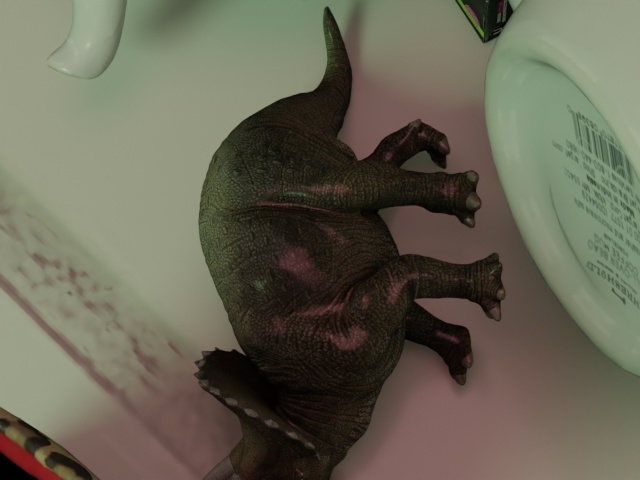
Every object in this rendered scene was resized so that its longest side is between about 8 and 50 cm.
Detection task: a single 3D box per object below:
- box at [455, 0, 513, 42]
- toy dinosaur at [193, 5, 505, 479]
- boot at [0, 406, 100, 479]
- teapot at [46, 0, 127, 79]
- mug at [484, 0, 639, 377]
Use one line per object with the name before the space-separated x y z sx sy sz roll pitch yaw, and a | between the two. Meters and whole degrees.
box | 0.117 -0.167 0.857 0.083 0.052 0.062 -28 70 -7
toy dinosaur | 0.000 0.000 0.771 0.160 0.121 0.313 -2 73 -11
boot | -0.065 0.208 0.608 0.138 0.284 0.377 -42 71 -11
teapot | -0.021 -0.224 0.826 0.256 0.187 0.252 -2 41 21
mug | 0.236 -0.108 0.705 0.328 0.276 0.374 -24 49 -12
